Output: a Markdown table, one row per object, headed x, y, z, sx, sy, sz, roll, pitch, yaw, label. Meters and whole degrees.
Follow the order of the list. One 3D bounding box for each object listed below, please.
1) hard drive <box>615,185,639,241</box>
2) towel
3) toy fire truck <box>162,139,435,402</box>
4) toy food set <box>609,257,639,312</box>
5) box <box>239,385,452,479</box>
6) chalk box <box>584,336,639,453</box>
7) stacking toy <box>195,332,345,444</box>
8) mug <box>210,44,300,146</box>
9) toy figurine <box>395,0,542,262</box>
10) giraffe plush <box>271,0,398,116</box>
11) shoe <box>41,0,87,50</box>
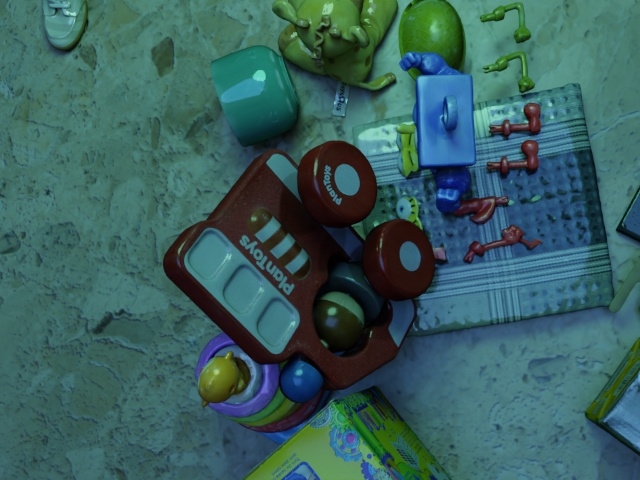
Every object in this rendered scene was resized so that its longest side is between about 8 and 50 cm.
| x | y | z | sx | sy | sz | roll | pitch | yaw | label |
| --- | --- | --- | --- | --- | --- | --- | --- | --- | --- |
| 0.469 | -0.025 | 1.001 | 0.135 | 0.022 | 0.094 | 29 | 90 | 14 | hard drive |
| 0.213 | -0.038 | 1.053 | 0.324 | 0.056 | 0.312 | -9 | 84 | 9 | towel |
| -0.017 | 0.048 | 0.911 | 0.302 | 0.169 | 0.254 | 49 | 53 | -20 | toy fire truck |
| 0.476 | 0.083 | 0.973 | 0.192 | 0.038 | 0.132 | 31 | 111 | 7 | toy food set |
| 0.068 | 0.339 | 0.904 | 0.177 | 0.290 | 0.279 | -42 | 76 | 4 | box |
| 0.450 | 0.227 | 0.919 | 0.213 | 0.132 | 0.132 | 37 | 90 | 13 | chalk box |
| -0.091 | 0.167 | 0.955 | 0.165 | 0.302 | 0.175 | 28 | 90 | 14 | stacking toy |
| -0.090 | -0.221 | 1.094 | 0.097 | 0.129 | 0.158 | -19 | 79 | 6 | mug |
| 0.178 | -0.160 | 0.931 | 0.191 | 0.217 | 0.363 | 0 | 85 | 10 | toy figurine |
| 0.014 | -0.296 | 1.060 | 0.181 | 0.170 | 0.210 | -8 | 81 | 11 | giraffe plush |
| -0.414 | -0.413 | 1.226 | 0.076 | 0.058 | 0.219 | 0 | 83 | 12 | shoe |
